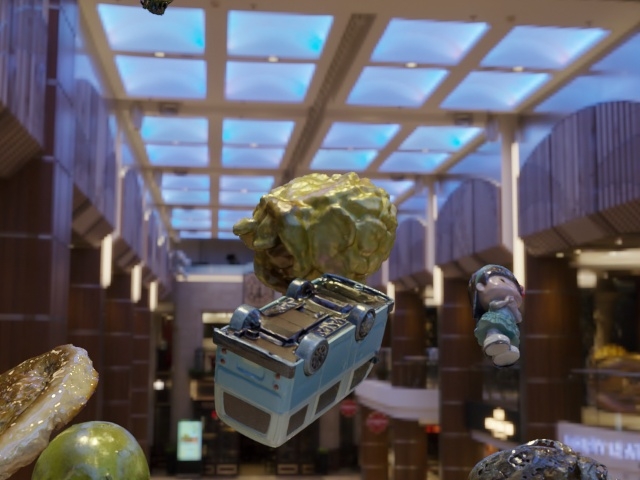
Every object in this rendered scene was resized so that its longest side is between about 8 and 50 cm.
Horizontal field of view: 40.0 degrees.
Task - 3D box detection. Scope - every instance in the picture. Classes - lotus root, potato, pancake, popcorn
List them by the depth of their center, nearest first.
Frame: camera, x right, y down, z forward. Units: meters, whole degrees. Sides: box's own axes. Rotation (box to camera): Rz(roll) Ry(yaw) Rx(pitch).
[{"bbox_3d":[0.204,0.234,0.834,0.088,0.088,0.165,7,-24,-44],"label":"lotus root"},{"bbox_3d":[-0.429,0.242,1.112,0.356,0.065,0.356,-28,19,10],"label":"pancake"},{"bbox_3d":[0.000,0.000,1.415,0.259,0.212,0.259,-16,19,6],"label":"popcorn"},{"bbox_3d":[-0.394,0.462,1.501,0.216,0.304,0.216,0,-20,0],"label":"potato"}]

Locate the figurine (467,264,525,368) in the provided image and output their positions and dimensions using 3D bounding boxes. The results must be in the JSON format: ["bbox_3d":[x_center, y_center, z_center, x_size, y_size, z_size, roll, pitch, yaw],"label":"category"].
[{"bbox_3d":[0.163,0.068,0.793,0.060,0.106,0.047,30,-52,-17],"label":"figurine"}]

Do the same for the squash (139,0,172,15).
[{"bbox_3d":[-0.210,-0.423,1.345,0.052,0.183,0.052,36,-9,7],"label":"squash"}]

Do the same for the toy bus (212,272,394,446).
[{"bbox_3d":[-0.021,0.158,1.197,0.133,0.164,0.271,21,25,27],"label":"toy bus"}]
